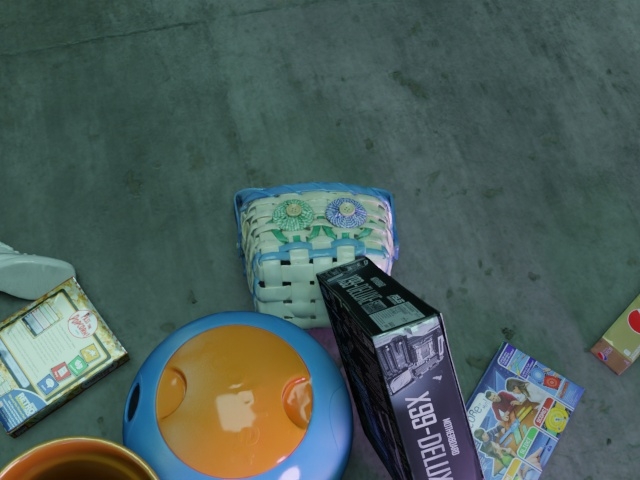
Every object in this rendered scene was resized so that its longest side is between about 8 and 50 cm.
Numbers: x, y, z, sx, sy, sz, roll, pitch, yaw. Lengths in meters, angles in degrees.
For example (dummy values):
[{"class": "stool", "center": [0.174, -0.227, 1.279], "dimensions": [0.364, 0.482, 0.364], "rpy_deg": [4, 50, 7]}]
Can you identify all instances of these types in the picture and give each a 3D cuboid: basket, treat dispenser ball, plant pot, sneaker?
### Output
[{"class": "basket", "center": [0.000, 0.000, 1.249], "dimensions": [0.254, 0.201, 0.289], "rpy_deg": [-3, 29, -5]}, {"class": "treat dispenser ball", "center": [-0.102, 0.233, 1.061], "dimensions": [0.288, 0.288, 0.288], "rpy_deg": [1, 63, -2]}, {"class": "plant pot", "center": [-0.271, 0.338, 0.939], "dimensions": [0.205, 0.188, 0.205], "rpy_deg": [5, 66, -10]}, {"class": "sneaker", "center": [-0.476, 0.034, 1.272], "dimensions": [0.212, 0.080, 0.094], "rpy_deg": [1, 38, -9]}]

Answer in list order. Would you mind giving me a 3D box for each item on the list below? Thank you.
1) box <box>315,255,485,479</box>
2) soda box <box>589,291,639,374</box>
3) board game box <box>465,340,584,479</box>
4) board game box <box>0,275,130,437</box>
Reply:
[{"class": "box", "center": [0.087, 0.168, 0.980], "dimensions": [0.076, 0.307, 0.242], "rpy_deg": [-19, 102, -7]}, {"class": "soda box", "center": [0.491, 0.116, 1.274], "dimensions": [0.058, 0.061, 0.181], "rpy_deg": [41, 68, 17]}, {"class": "board game box", "center": [0.272, 0.262, 1.205], "dimensions": [0.136, 0.035, 0.201], "rpy_deg": [32, 66, 13]}, {"class": "board game box", "center": [-0.397, 0.165, 1.209], "dimensions": [0.193, 0.045, 0.147], "rpy_deg": [-34, 77, -17]}]
